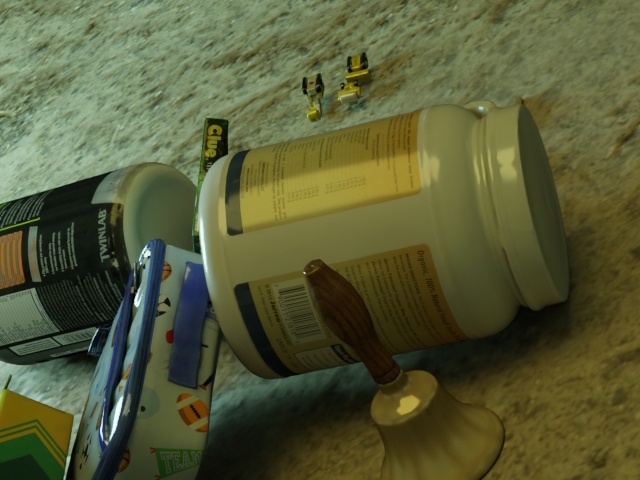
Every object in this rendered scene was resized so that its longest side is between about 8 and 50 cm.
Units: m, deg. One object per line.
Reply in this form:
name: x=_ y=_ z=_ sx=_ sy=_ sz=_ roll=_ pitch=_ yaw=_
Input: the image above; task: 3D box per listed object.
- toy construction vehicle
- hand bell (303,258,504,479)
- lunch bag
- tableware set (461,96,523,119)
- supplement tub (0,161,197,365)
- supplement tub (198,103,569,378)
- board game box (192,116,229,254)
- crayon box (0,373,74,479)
toy construction vehicle: x=0.022 y=-0.187 z=2.488 sx=0.086 sy=0.035 sz=0.098 roll=-15 pitch=34 yaw=11
hand bell: x=0.053 y=0.109 z=1.767 sx=0.126 sy=0.242 sz=0.126 roll=-25 pitch=28 yaw=15
lunch bag: x=-0.166 y=0.149 z=1.941 sx=0.303 sy=0.115 sz=0.243 roll=-87 pitch=16 yaw=-49
tableware set: x=0.161 y=-0.101 z=2.196 sx=0.128 sy=0.039 sz=0.194 roll=-23 pitch=30 yaw=18
supplement tub: x=-0.287 y=0.034 z=2.284 sx=0.316 sy=0.193 sz=0.193 roll=-13 pitch=34 yaw=32
supplement tub: x=0.064 y=-0.003 z=1.920 sx=0.316 sy=0.228 sz=0.228 roll=-12 pitch=33 yaw=15
board game box: x=-0.114 y=-0.009 z=2.107 sx=0.030 sy=0.260 sz=0.136 roll=6 pitch=65 yaw=1
crayon box: x=-0.312 y=0.273 z=1.910 sx=0.318 sy=0.081 sz=0.202 roll=-103 pitch=36 yaw=-74
